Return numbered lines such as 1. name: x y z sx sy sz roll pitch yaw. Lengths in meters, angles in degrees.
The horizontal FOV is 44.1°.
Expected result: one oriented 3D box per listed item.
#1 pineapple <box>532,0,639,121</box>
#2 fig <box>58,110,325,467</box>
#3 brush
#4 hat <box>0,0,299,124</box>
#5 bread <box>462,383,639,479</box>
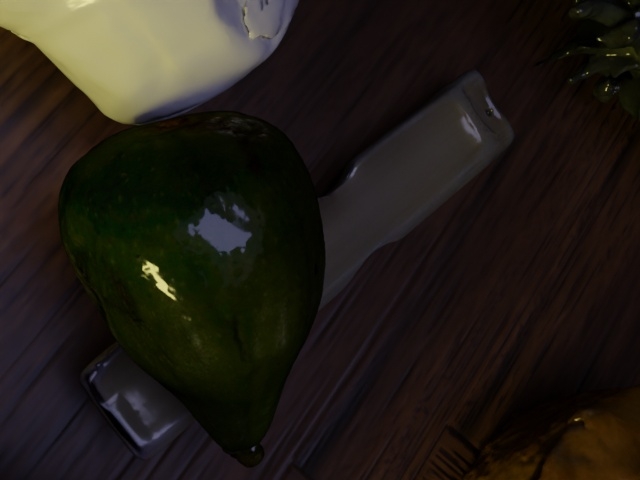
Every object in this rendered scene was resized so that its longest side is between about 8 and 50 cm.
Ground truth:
1. pineapple: 0.283 -0.119 0.577 0.340 0.169 0.169 21 78 -16
2. fig: -0.047 0.030 0.365 0.117 0.117 0.177 -17 98 -27
3. brush: 0.000 0.000 0.473 0.321 0.050 0.060 -39 101 -25
4. hat: -0.089 -0.136 0.381 0.203 0.203 0.126 -47 126 -21
5. bread: 0.197 0.214 0.510 0.268 0.145 0.268 4 81 -27
